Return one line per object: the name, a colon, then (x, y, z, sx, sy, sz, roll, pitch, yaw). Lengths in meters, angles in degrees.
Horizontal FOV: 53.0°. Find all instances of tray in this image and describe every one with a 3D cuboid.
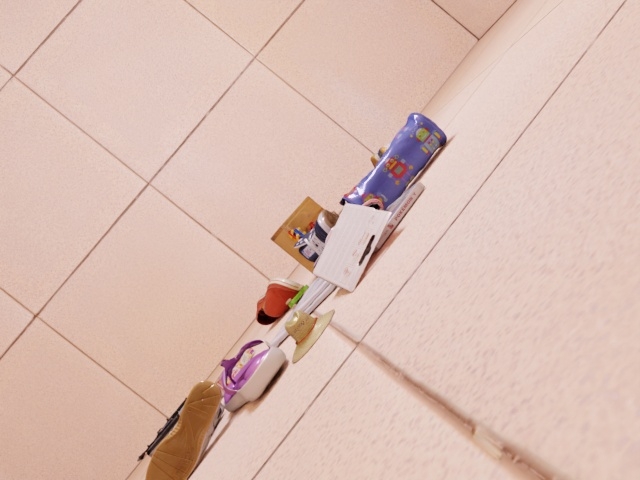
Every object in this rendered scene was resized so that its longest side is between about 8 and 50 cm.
tray: (-0.027, -0.026, 2.276, 0.076, 0.203, 0.411, -50, 3, 21)

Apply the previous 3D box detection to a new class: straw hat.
straw hat: (-0.037, 0.171, 1.269, 0.144, 0.061, 0.144, -52, 3, 4)

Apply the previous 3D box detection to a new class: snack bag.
snack bag: (0.007, 0.106, 1.715, 0.342, 0.037, 0.323, -49, 4, 40)

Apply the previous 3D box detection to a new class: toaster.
toaster: (-0.346, 0.487, 1.641, 0.185, 0.110, 0.168, -50, 2, 16)

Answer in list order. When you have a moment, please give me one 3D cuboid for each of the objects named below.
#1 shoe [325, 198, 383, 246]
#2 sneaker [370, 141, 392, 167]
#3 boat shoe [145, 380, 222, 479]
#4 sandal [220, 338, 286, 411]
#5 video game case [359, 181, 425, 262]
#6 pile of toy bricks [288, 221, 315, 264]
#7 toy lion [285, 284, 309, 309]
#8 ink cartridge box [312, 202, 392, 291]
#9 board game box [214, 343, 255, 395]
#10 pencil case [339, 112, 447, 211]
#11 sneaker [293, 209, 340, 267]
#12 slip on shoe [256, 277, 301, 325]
shoe: (0.078, -0.033, 1.533, 0.178, 0.063, 0.081, -43, 0, 6)
sneaker: (0.277, -0.310, 2.408, 0.131, 0.111, 0.296, -34, 2, -8)
boat shoe: (-0.296, 0.456, 1.461, 0.277, 0.098, 0.096, -61, -14, -13)
sandal: (-0.170, 0.288, 1.463, 0.169, 0.102, 0.416, -52, 3, -26)
video game case: (0.142, -0.032, 1.440, 0.183, 0.023, 0.201, -52, 3, -19)
pile of toy bricks: (-0.009, 0.035, 2.019, 0.118, 0.212, 0.105, -20, -53, -27)
toy lion: (-0.071, 0.182, 2.090, 0.100, 0.034, 0.096, -50, -5, 13)
ink cartridge box: (0.078, 0.018, 1.352, 0.180, 0.056, 0.225, -64, 24, -3)
board game box: (-0.304, 0.451, 2.144, 0.146, 0.045, 0.193, -49, 3, 33)
pencil case: (0.187, -0.178, 1.638, 0.306, 0.119, 0.133, -51, 1, 0)
sneaker: (0.000, 0.000, 1.735, 0.153, 0.099, 0.282, -43, -2, 7)
slip on shoe: (-0.150, 0.215, 2.239, 0.331, 0.123, 0.101, 133, 152, -57)
